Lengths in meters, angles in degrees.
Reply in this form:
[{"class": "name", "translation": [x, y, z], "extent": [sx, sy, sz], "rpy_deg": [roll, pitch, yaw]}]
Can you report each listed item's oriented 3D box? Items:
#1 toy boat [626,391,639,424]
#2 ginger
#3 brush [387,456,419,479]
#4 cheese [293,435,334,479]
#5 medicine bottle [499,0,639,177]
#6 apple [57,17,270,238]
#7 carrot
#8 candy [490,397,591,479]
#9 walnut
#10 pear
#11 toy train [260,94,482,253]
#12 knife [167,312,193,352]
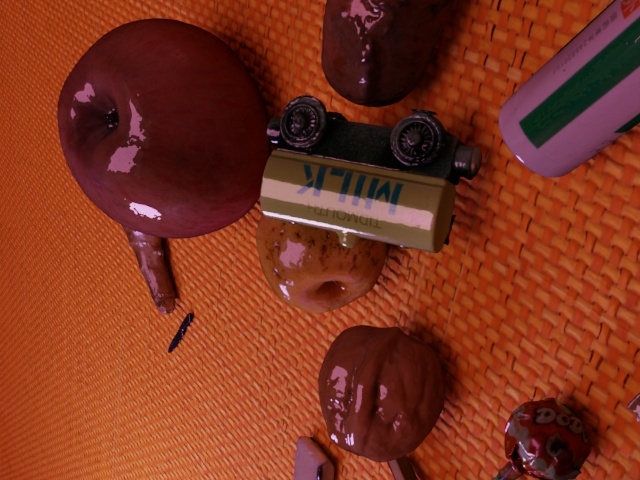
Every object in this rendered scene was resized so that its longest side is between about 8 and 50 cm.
[{"class": "toy boat", "translation": [0.328, 0.124, 0.662], "extent": [0.172, 0.066, 0.065], "rpy_deg": [-42, 61, 50]}, {"class": "ginger", "translation": [-0.332, 0.001, 1.567], "extent": [0.131, 0.086, 0.294], "rpy_deg": [-13, 96, 46]}, {"class": "brush", "translation": [0.162, 0.404, 0.973], "extent": [0.020, 0.085, 0.336], "rpy_deg": [-39, 59, 18]}, {"class": "cheese", "translation": [-0.023, 0.497, 1.291], "extent": [0.085, 0.034, 0.400], "rpy_deg": [33, 124, 52]}, {"class": "medicine bottle", "translation": [0.259, -0.152, 0.662], "extent": [0.260, 0.095, 0.095], "rpy_deg": [-44, 63, 52]}, {"class": "apple", "translation": [-0.244, -0.168, 1.222], "extent": [0.345, 0.269, 0.344], "rpy_deg": [17, 111, 52]}, {"class": "carrot", "translation": [0.089, -0.284, 0.846], "extent": [0.138, 0.139, 0.301], "rpy_deg": [51, 130, 34]}, {"class": "candy", "translation": [0.188, 0.272, 0.874], "extent": [0.084, 0.078, 0.287], "rpy_deg": [-94, 27, -47]}, {"class": "walnut", "translation": [0.073, 0.184, 0.980], "extent": [0.167, 0.149, 0.166], "rpy_deg": [0, 89, 22]}, {"class": "pear", "translation": [0.000, 0.000, 1.029], "extent": [0.178, 0.178, 0.178], "rpy_deg": [19, 114, 52]}, {"class": "toy train", "translation": [0.047, -0.068, 0.902], "extent": [0.253, 0.105, 0.157], "rpy_deg": [12, 89, 22]}, {"class": "knife", "translation": [-0.279, 0.187, 1.593], "extent": [0.170, 0.010, 0.023], "rpy_deg": [-52, 51, 50]}]
